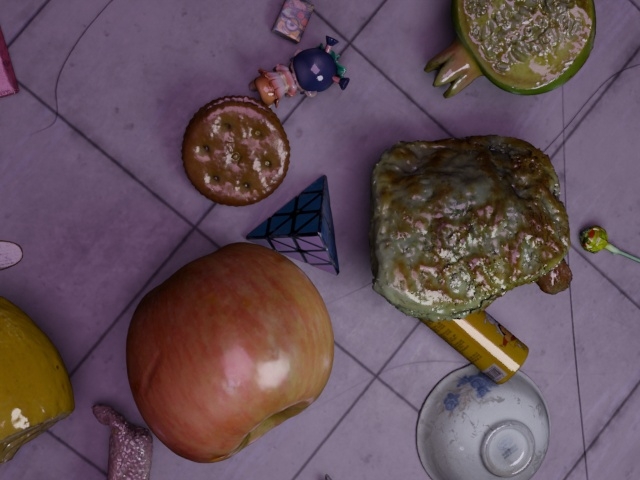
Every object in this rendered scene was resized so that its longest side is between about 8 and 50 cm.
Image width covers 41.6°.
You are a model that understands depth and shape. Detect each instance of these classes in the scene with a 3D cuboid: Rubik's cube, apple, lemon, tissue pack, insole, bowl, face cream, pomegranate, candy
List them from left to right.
[{"bbox_3d":[-0.637,0.245,1.495,0.364,0.364,0.364,-1,93,-11],"label":"lemon"},{"bbox_3d":[-0.676,0.036,1.637,0.188,0.004,0.064,-11,94,-10],"label":"insole"},{"bbox_3d":[-0.169,0.198,1.562,0.391,0.391,0.346,-30,78,-8],"label":"apple"},{"bbox_3d":[-0.056,-0.450,1.713,0.063,0.035,0.083,25,87,-11],"label":"tissue pack"},{"bbox_3d":[0.000,0.000,1.680,0.211,0.178,0.190,-43,103,-5],"label":"Rubik's cube"},{"bbox_3d":[0.270,0.152,1.760,0.348,0.105,0.105,40,86,-1],"label":"face cream"},{"bbox_3d":[0.371,0.423,1.787,0.313,0.146,0.313,0,93,-10],"label":"bowl"},{"bbox_3d":[0.378,-0.432,1.722,0.358,0.216,0.310,-35,100,23],"label":"pomegranate"},{"bbox_3d":[0.659,0.022,1.872,0.194,0.058,0.062,23,97,-20],"label":"candy"}]

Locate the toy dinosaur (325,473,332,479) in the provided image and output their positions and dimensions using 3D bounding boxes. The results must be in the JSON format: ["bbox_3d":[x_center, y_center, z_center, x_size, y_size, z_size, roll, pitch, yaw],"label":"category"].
[{"bbox_3d":[0.069,0.634,1.780,0.162,0.077,0.294,-41,114,-10],"label":"toy dinosaur"}]

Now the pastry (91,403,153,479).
[{"bbox_3d":[-0.386,0.453,1.669,0.112,0.103,0.265,-5,96,-18],"label":"pastry"}]

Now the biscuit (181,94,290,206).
[{"bbox_3d":[-0.169,-0.176,1.674,0.220,0.066,0.220,-3,111,-7],"label":"biscuit"}]

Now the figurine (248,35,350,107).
[{"bbox_3d":[-0.040,-0.323,1.689,0.195,0.102,0.111,-27,99,-9],"label":"figurine"}]

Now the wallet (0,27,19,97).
[{"bbox_3d":[-0.666,-0.380,1.605,0.119,0.025,0.232,-16,96,-9],"label":"wallet"}]

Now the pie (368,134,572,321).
[{"bbox_3d":[0.277,-0.043,1.675,0.418,0.180,0.395,-8,68,-14],"label":"pie"}]
